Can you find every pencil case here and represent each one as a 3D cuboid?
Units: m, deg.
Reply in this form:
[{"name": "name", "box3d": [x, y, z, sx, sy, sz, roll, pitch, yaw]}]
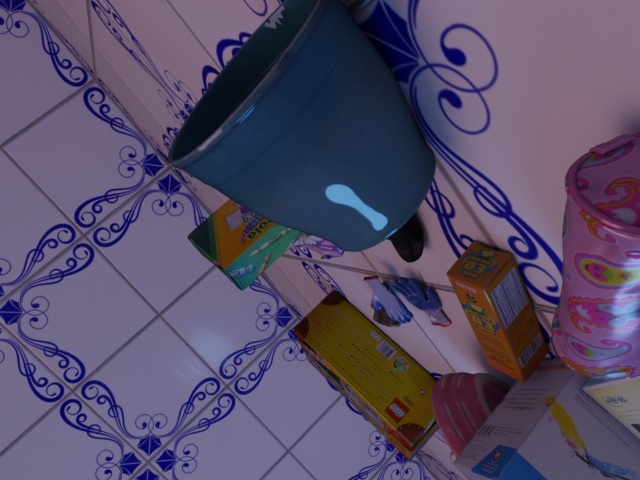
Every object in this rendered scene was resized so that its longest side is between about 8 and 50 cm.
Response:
[{"name": "pencil case", "box3d": [0.284, 0.031, 0.503, 0.124, 0.124, 0.284, 36, 163, 36]}]

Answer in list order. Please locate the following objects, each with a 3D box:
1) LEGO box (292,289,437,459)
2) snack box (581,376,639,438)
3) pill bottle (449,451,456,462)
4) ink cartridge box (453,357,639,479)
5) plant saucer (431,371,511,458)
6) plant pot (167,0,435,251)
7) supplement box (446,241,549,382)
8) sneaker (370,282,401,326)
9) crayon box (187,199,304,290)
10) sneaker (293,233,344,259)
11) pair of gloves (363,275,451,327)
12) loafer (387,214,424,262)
[{"name": "LEGO box", "box3d": [0.168, 0.446, 1.738, 0.500, 0.193, 0.372, 40, 163, 26]}, {"name": "snack box", "box3d": [0.445, 0.191, 0.576, 0.187, 0.060, 0.322, 44, 165, 15]}, {"name": "pill bottle", "box3d": [0.472, 0.567, 1.253, 0.301, 0.169, 0.169, 42, 164, 18]}, {"name": "ink cartridge box", "box3d": [0.359, 0.316, 0.800, 0.168, 0.232, 0.171, 43, 164, 7]}, {"name": "plant saucer", "box3d": [0.359, 0.377, 1.004, 0.332, 0.084, 0.332, 35, -159, -16]}, {"name": "plant pot", "box3d": [-0.004, -0.125, 0.665, 0.255, 0.272, 0.271, 39, 170, -27]}, {"name": "supplement box", "box3d": [0.276, 0.114, 0.816, 0.078, 0.080, 0.233, 23, 150, 53]}, {"name": "sneaker", "box3d": [0.169, 0.160, 1.297, 0.071, 0.066, 0.188, 20, 159, 17]}, {"name": "crayon box", "box3d": [-0.125, -0.043, 1.133, 0.165, 0.278, 0.081, 33, 160, 42]}, {"name": "sneaker", "box3d": [0.000, 0.000, 1.277, 0.104, 0.095, 0.236, 43, 166, -15]}, {"name": "pair of gloves", "box3d": [0.178, 0.132, 1.141, 0.198, 0.023, 0.159, -7, 131, 50]}, {"name": "loafer", "box3d": [0.112, -0.036, 0.881, 0.076, 0.078, 0.223, 32, 159, 46]}]
